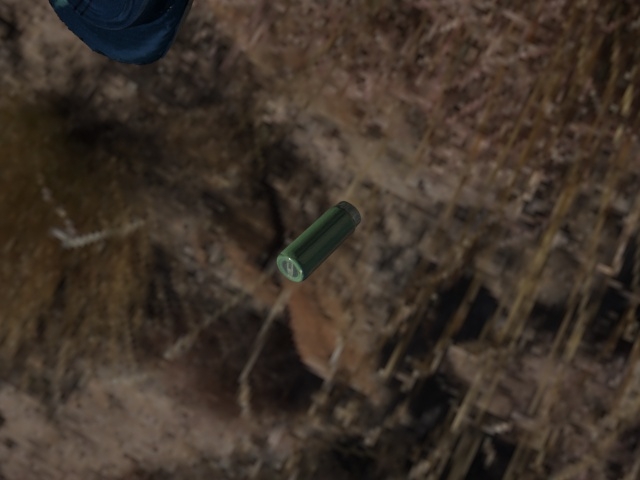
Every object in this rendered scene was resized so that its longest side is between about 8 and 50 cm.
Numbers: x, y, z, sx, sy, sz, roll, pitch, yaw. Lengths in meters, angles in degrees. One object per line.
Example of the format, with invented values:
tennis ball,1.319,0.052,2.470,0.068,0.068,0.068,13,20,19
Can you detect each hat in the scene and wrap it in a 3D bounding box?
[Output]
hat,-0.169,-0.228,1.306,0.138,0.078,0.191,35,119,4

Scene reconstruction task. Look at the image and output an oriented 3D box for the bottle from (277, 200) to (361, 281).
bottle,0.000,0.000,1.313,0.030,0.083,0.030,31,146,24
